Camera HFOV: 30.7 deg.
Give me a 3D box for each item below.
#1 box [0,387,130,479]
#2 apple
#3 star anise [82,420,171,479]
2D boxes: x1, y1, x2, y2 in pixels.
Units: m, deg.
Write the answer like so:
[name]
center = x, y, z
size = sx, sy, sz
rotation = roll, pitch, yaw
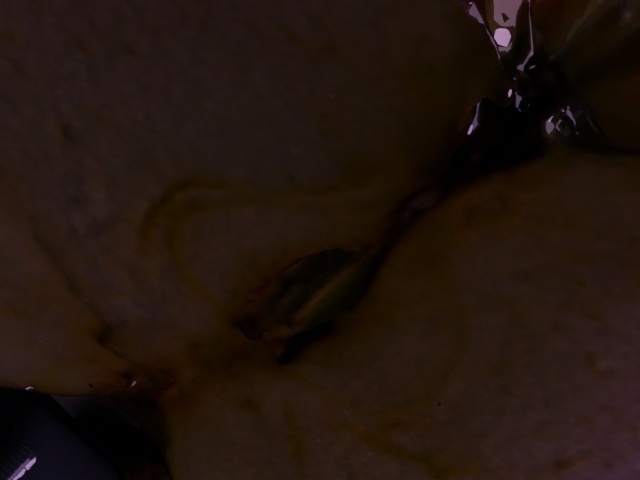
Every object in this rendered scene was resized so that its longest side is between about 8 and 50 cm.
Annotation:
[box]
center = -0.217, 0.150, 0.605
size = 0.201, 0.144, 0.090
rotation = -45, 137, -13
[apple]
center = 0.000, 0.000, 0.499
size = 0.329, 0.295, 0.365
rotation = -2, 152, -42
[star anise]
center = -0.144, 0.182, 0.750
size = 0.272, 0.102, 0.272
rotation = -43, 167, -13
